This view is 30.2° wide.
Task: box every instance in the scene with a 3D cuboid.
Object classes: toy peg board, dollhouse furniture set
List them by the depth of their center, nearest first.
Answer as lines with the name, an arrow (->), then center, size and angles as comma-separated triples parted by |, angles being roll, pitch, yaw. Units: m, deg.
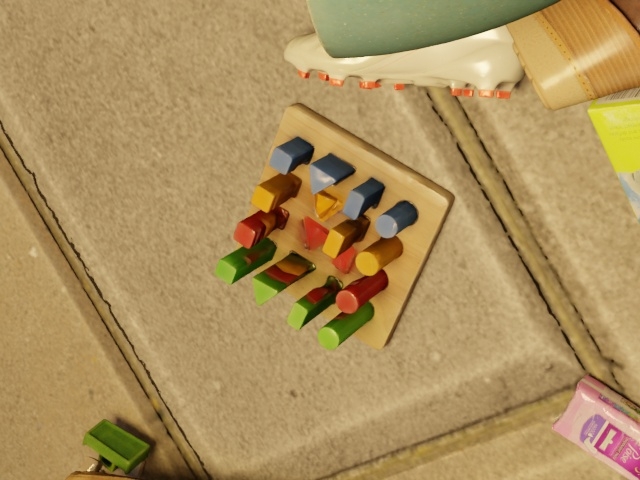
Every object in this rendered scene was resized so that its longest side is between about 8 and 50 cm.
toy peg board -> 0.000, 0.000, 0.980 | 0.161, 0.079, 0.161 | 32, 122, 16
dollhouse furniture set -> -0.222, 0.257, 1.217 | 0.058, 0.076, 0.152 | 30, 121, 16

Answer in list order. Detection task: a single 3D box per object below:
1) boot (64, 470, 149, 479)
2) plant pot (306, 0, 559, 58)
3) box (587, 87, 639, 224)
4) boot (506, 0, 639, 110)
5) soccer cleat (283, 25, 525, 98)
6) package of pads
boot -> -0.103, 0.333, 1.135 | 0.269, 0.089, 0.236 | -2, 100, 16
plant pot -> 0.102, -0.244, 0.632 | 0.195, 0.290, 0.290 | 1, 111, 11
box -> 0.261, -0.031, 0.788 | 0.109, 0.042, 0.178 | -3, 128, 46
boot -> 0.196, -0.221, 0.779 | 0.207, 0.090, 0.248 | -28, 66, 14
soccer cleat -> 0.064, -0.151, 0.896 | 0.196, 0.068, 0.076 | 8, 98, 27
package of pads -> 0.229, 0.149, 0.931 | 0.083, 0.032, 0.050 | 34, 125, 16
